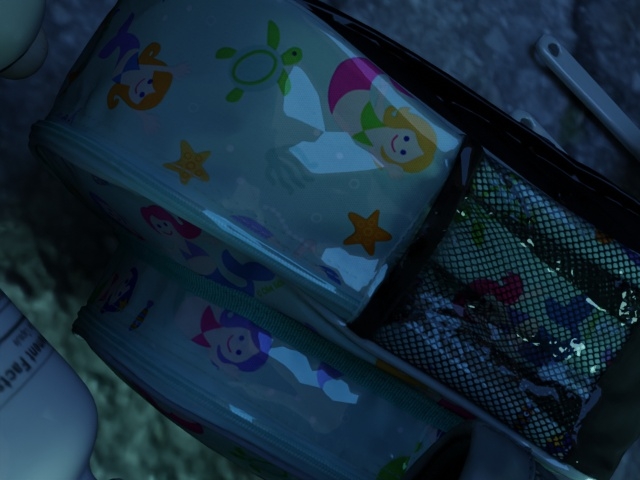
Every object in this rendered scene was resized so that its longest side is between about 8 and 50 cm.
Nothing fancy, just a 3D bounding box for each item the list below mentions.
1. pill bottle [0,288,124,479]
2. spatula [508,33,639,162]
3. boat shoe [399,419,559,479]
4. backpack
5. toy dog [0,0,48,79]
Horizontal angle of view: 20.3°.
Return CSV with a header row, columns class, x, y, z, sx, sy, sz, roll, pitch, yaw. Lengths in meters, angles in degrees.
class,x,y,z,sx,sy,sz,roll,pitch,yaw
pill bottle,-0.181,0.060,0.624,0.283,0.160,0.160,49,51,-6
spatula,0.181,0.008,0.991,0.242,0.019,0.168,45,53,-11
boat shoe,-0.033,0.184,0.623,0.319,0.116,0.099,-37,107,0
backpack,0.000,0.000,0.735,0.253,0.225,0.191,39,85,-16
toy dog,-0.143,-0.190,0.771,0.161,0.220,0.333,45,51,-51
